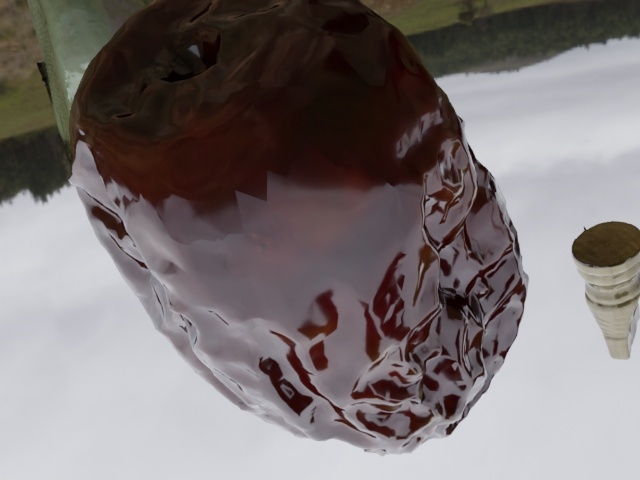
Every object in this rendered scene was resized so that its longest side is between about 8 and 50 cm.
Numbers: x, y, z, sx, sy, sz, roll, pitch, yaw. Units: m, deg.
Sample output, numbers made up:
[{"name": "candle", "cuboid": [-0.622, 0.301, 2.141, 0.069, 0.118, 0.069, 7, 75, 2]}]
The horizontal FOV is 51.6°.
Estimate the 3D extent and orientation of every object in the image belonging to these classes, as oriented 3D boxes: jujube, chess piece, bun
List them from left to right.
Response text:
[{"name": "bun", "cuboid": [-0.227, -0.205, 0.785, 0.187, 0.293, 0.293, -19, -161, -24]}, {"name": "jujube", "cuboid": [-0.001, 0.000, 0.484, 0.276, 0.377, 0.277, -13, -133, 15]}, {"name": "chess piece", "cuboid": [0.602, 0.113, 1.348, 0.137, 0.301, 0.137, -18, -146, 13]}]
